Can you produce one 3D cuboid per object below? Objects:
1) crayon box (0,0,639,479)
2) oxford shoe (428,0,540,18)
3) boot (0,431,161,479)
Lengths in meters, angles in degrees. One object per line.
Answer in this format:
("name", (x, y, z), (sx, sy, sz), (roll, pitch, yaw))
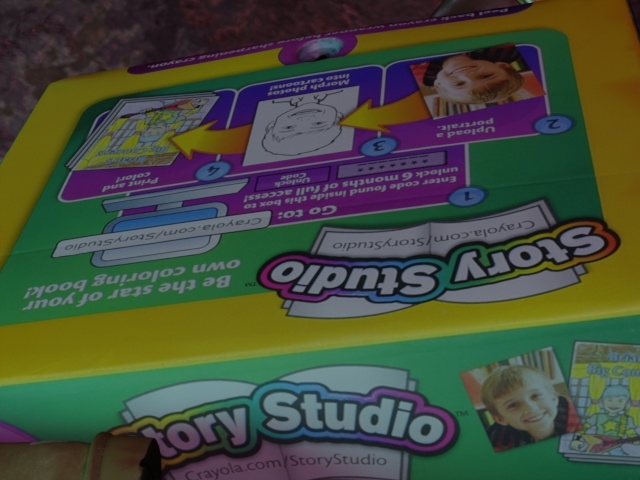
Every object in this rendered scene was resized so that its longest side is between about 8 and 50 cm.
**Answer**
("crayon box", (0.000, 0.000, 0.654), (0.363, 0.106, 0.313), (-7, 33, 11))
("oxford shoe", (0.203, -0.030, 0.836), (0.133, 0.130, 0.363), (-41, 77, 8))
("boot", (-0.206, 0.172, 0.478), (0.270, 0.089, 0.236), (2, 54, 3))
